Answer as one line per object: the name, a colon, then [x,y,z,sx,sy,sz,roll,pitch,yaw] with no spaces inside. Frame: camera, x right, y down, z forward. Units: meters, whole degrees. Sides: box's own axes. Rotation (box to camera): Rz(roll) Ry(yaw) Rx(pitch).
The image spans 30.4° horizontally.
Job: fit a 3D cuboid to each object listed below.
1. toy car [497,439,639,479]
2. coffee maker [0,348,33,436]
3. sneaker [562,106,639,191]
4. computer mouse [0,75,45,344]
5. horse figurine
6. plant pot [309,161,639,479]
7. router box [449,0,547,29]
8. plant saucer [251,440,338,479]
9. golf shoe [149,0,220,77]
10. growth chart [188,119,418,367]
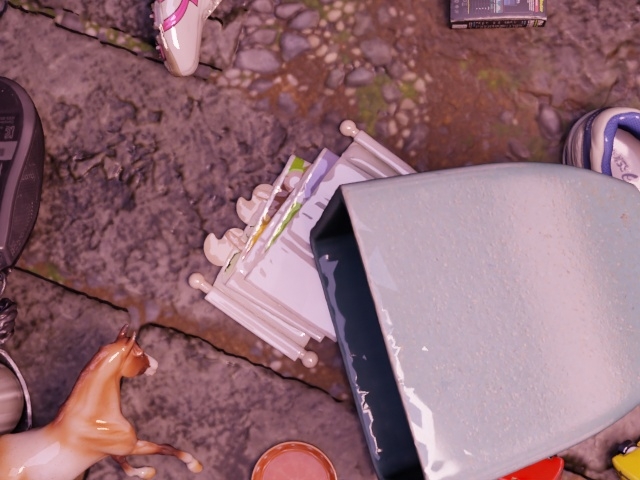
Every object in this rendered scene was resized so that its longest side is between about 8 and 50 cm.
toy car: [0.243,0.250,1.023,0.239,0.225,0.053,-6,123,4]
coffee maker: [-0.369,0.174,1.080,0.171,0.178,0.120,-45,83,1]
sneaker: [0.321,0.009,1.051,0.112,0.131,0.296,-39,86,0]
computer mouse: [-0.334,-0.025,1.124,0.188,0.072,0.272,4,70,18]
horse figurine: [-0.236,0.205,1.078,0.263,0.174,0.066,-30,45,4]
plant pot: [0.152,0.060,0.996,0.252,0.248,0.247,-16,83,-9]
router box: [0.168,-0.265,1.126,0.092,0.038,0.122,0,87,6]
plant saucer: [-0.024,0.233,1.127,0.083,0.013,0.083,0,87,6]
golf shoe: [-0.120,-0.250,1.137,0.086,0.067,0.186,1,87,4]
growth chart: [0.000,0.000,1.135,0.172,0.021,0.237,43,91,7]
